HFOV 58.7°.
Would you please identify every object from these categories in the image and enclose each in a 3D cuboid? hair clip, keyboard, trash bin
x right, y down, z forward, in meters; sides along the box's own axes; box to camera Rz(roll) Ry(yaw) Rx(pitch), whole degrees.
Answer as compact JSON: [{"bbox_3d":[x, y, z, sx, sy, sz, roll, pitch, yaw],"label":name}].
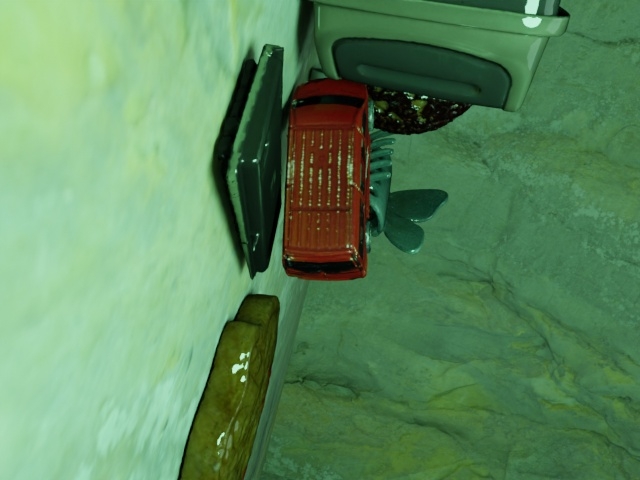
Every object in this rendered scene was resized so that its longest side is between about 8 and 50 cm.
[{"bbox_3d":[0.126,-0.123,1.519,0.318,0.391,0.239,-71,150,-52],"label":"hair clip"},{"bbox_3d":[-0.045,-0.037,0.413,0.230,0.025,0.094,102,1,-71],"label":"keyboard"},{"bbox_3d":[0.104,-0.259,0.442,0.182,0.209,0.291,-50,151,-59],"label":"trash bin"}]

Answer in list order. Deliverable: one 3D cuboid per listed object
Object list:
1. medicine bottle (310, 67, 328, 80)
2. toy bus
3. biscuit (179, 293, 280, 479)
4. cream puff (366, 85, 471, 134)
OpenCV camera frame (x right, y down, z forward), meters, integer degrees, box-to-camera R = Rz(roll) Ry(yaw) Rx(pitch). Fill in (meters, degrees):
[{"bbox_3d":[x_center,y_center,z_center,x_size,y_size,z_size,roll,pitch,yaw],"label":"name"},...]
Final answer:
[{"bbox_3d":[0.008,-0.150,0.669,0.058,0.058,0.091,-72,176,-68],"label":"medicine bottle"},{"bbox_3d":[0.005,-0.065,0.509,0.089,0.081,0.195,68,23,-73],"label":"toy bus"},{"bbox_3d":[-0.089,0.190,0.573,0.257,0.049,0.273,-9,111,-88],"label":"biscuit"},{"bbox_3d":[0.116,-0.264,0.773,0.164,0.239,0.239,-8,117,-55],"label":"cream puff"}]
